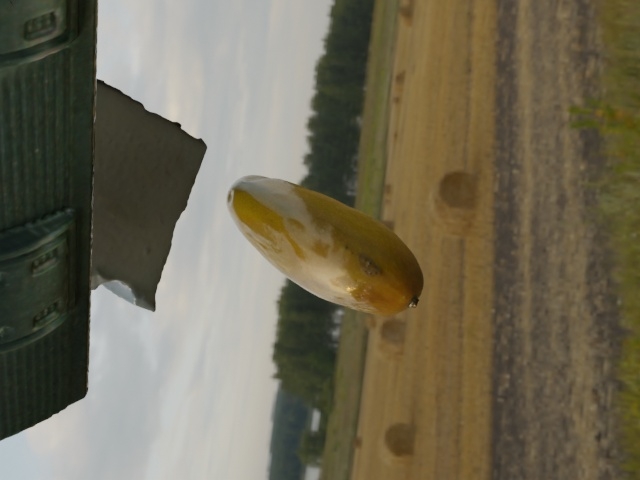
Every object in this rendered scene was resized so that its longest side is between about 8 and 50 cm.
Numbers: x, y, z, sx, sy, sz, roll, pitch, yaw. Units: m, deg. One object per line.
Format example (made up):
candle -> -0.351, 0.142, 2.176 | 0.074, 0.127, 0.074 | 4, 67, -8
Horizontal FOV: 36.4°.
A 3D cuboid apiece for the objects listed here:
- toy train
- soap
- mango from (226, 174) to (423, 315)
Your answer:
toy train -> -0.124, -0.079, 0.332 | 0.089, 0.086, 0.409 | 45, 140, 30
soap -> -0.273, -0.084, 0.795 | 0.258, 0.302, 0.158 | 21, -88, -53
mango -> 0.000, 0.000, 0.777 | 0.075, 0.190, 0.098 | -58, -19, 5
